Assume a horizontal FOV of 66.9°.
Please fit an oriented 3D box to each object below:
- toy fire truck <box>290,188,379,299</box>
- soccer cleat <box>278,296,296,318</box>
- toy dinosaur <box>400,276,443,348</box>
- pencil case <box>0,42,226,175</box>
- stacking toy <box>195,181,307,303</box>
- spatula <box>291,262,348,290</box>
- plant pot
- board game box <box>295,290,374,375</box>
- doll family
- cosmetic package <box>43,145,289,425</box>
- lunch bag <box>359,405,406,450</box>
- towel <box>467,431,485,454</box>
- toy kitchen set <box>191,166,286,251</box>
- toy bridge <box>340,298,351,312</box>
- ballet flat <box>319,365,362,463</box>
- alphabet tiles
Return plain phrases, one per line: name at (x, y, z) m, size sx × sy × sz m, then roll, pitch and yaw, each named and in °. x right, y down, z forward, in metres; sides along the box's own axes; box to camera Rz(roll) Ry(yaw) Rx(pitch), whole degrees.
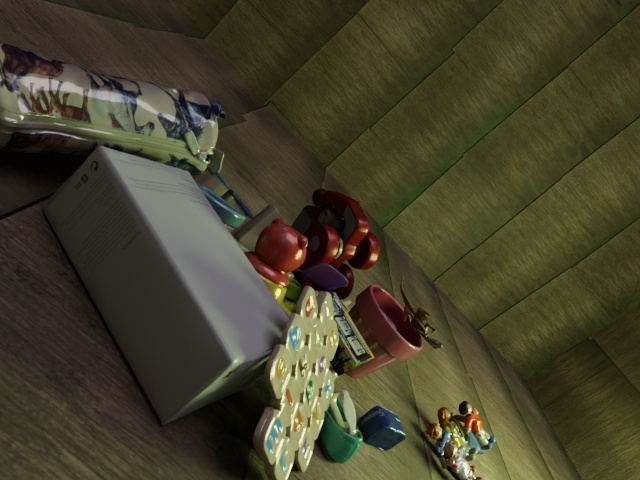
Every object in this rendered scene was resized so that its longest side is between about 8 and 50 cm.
toy fire truck at (0.000, 0.000, 1.260) m, size 0.169 × 0.302 × 0.254 m, roll 7°, pitch 42°, yaw -36°
soccer cleat at (-0.067, 0.160, 1.018) m, size 0.289 × 0.093 × 0.121 m, roll 25°, pitch 46°, yaw -50°
toy dinosaur at (0.233, 0.184, 1.223) m, size 0.212 × 0.064 × 0.112 m, roll 64°, pitch 1°, yaw 18°
pencil case at (-0.362, -0.205, 0.816) m, size 0.183 × 0.160 × 0.410 m, roll 33°, pitch 22°, yaw 35°
stacking toy at (-0.135, -0.006, 0.997) m, size 0.308 × 0.130 × 0.279 m, roll 36°, pitch 1°, yaw 20°
spatula at (-0.040, 0.081, 1.113) m, size 0.084 × 0.030 × 0.296 m, roll 38°, pitch -19°, yaw -24°
plant pot at (0.124, 0.240, 1.209) m, size 0.201 × 0.180 × 0.201 m, roll 44°, pitch 15°, yaw -15°
board game box at (0.032, 0.187, 1.005) m, size 0.170 × 0.048 × 0.141 m, roll 59°, pitch 13°, yaw 18°
doll family at (0.357, 0.544, 1.300) m, size 0.163 × 0.118 × 0.263 m, roll 55°, pitch 34°, yaw 1°
cosmetic package at (-0.223, 0.057, 0.756) m, size 0.385 × 0.156 × 0.217 m, roll 55°, pitch 17°, yaw 18°
lunch bag at (0.136, 0.406, 1.056) m, size 0.098 × 0.067 × 0.065 m, roll 39°, pitch 19°, yaw -35°
towel at (0.465, 0.625, 1.503) m, size 0.119 × 0.029 × 0.067 m, roll 37°, pitch 19°, yaw -38°
toy kitchen set at (-0.213, -0.102, 1.207) m, size 0.207 × 0.122 × 0.166 m, roll 55°, pitch -9°, yaw -34°
toy bridge at (0.074, 0.194, 1.474) m, size 0.188 × 0.026 × 0.063 m, roll 51°, pitch 17°, yaw 11°
ballet flat at (0.014, 0.299, 0.941) m, size 0.083 × 0.087 × 0.247 m, roll 29°, pitch 24°, yaw -50°
alphabet tiles at (-0.028, 0.223, 0.765) m, size 0.284 × 0.021 × 0.278 m, roll -63°, pitch 151°, yaw -44°
